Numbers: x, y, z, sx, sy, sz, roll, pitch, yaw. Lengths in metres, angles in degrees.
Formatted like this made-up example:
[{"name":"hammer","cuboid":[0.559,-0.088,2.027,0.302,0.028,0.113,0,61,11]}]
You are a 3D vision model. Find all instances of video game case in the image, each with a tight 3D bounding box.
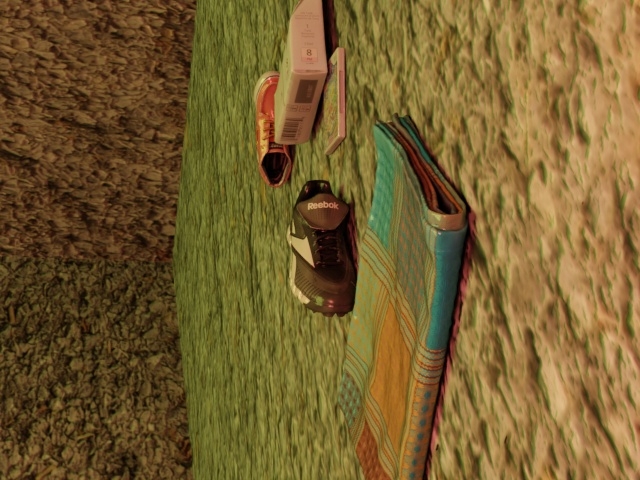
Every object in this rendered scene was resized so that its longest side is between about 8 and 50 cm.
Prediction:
[{"name":"video game case","cuboid":[0.018,-0.183,1.593,0.087,0.011,0.122,136,135,-73]}]

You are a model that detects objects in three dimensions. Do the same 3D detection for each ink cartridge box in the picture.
[{"name":"ink cartridge box","cuboid":[-0.033,-0.283,1.717,0.189,0.066,0.232,108,157,-62]}]

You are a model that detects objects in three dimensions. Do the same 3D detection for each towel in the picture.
[{"name":"towel","cuboid":[0.073,0.087,1.225,0.271,0.040,0.370,-110,25,-63]}]

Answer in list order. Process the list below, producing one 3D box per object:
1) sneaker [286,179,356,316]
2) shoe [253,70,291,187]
[{"name":"sneaker","cuboid":[0.000,0.000,1.485,0.234,0.078,0.106,-104,17,-58]},{"name":"shoe","cuboid":[-0.070,-0.173,1.893,0.081,0.063,0.178,-106,17,-52]}]
